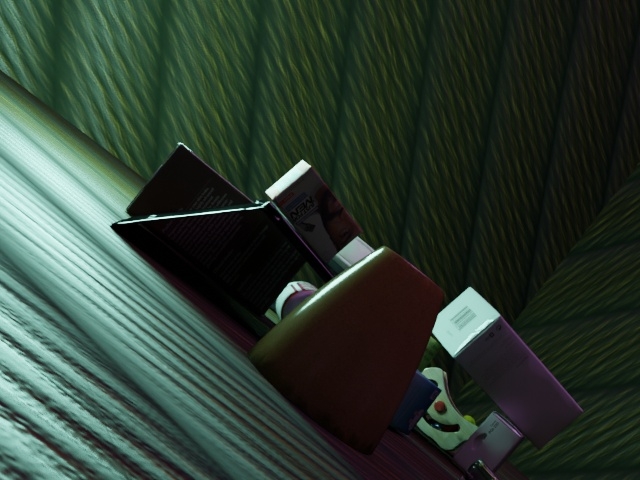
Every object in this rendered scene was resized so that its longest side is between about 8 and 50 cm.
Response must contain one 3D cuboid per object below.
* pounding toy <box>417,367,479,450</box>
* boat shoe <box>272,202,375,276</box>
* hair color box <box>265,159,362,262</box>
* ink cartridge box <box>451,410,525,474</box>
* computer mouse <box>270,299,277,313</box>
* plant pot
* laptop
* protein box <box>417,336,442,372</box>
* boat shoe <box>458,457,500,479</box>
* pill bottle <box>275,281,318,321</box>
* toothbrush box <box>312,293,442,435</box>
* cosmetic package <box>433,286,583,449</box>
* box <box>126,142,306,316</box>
[{"bbox_3d":[0.304,0.425,2.285,0.269,0.154,0.155,38,-1,22],"label":"pounding toy"},{"bbox_3d":[0.000,0.000,1.886,0.319,0.116,0.099,43,-40,21],"label":"boat shoe"},{"bbox_3d":[-0.010,-0.051,1.579,0.167,0.093,0.053,50,-2,-30],"label":"hair color box"},{"bbox_3d":[0.407,0.499,2.106,0.092,0.158,0.218,41,0,21],"label":"ink cartridge box"},{"bbox_3d":[-0.134,0.129,2.299,0.272,0.072,0.188,39,-2,-12],"label":"computer mouse"},{"bbox_3d":[0.059,0.141,1.304,0.237,0.254,0.237,37,-1,1],"label":"plant pot"},{"bbox_3d":[-0.157,0.039,1.686,0.408,0.236,0.382,49,-2,-7],"label":"laptop"},{"bbox_3d":[0.144,0.260,2.056,0.136,0.201,0.200,38,-1,37],"label":"protein box"},{"bbox_3d":[0.377,0.521,1.713,0.227,0.069,0.081,38,-1,25],"label":"boat shoe"},{"bbox_3d":[-0.043,0.164,2.095,0.121,0.121,0.221,39,-1,-11],"label":"pill bottle"},{"bbox_3d":[0.082,0.253,1.752,0.216,0.126,0.295,36,-1,36],"label":"toothbrush box"},{"bbox_3d":[0.447,0.308,2.125,0.365,0.155,0.197,48,2,-21],"label":"cosmetic package"},{"bbox_3d":[-0.221,-0.023,1.953,0.381,0.191,0.143,40,-2,-8],"label":"box"}]
